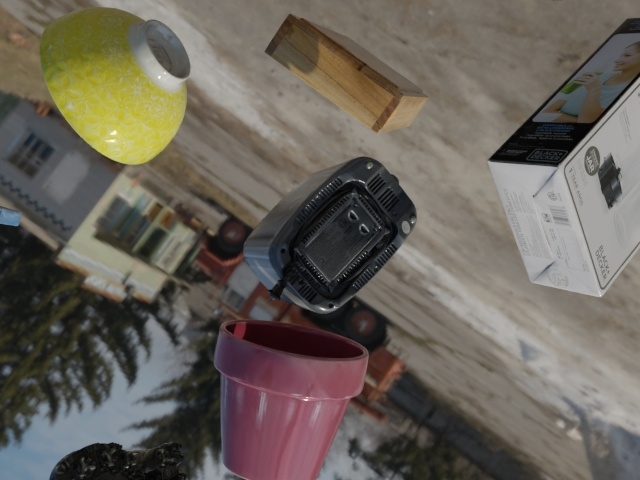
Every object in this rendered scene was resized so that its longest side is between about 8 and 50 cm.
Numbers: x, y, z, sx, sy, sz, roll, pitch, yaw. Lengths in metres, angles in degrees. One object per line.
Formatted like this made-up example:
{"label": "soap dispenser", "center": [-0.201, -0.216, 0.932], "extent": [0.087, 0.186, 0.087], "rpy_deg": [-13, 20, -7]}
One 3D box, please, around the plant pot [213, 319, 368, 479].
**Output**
{"label": "plant pot", "center": [-0.050, 0.212, 1.129], "extent": [0.201, 0.180, 0.201], "rpy_deg": [11, -175, -1]}

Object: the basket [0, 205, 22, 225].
{"label": "basket", "center": [-0.587, -0.068, 1.270], "extent": [0.255, 0.201, 0.289], "rpy_deg": [15, 174, -10]}

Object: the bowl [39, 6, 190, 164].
{"label": "bowl", "center": [-0.319, -0.293, 1.491], "extent": [0.289, 0.156, 0.289], "rpy_deg": [44, -148, -36]}

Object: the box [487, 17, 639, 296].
{"label": "box", "center": [0.315, -0.097, 0.925], "extent": [0.087, 0.290, 0.169], "rpy_deg": [12, 138, 49]}

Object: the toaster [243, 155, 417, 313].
{"label": "toaster", "center": [0.000, 0.000, 1.072], "extent": [0.129, 0.227, 0.146], "rpy_deg": [48, 162, -16]}

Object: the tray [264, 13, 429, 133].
{"label": "tray", "center": [0.061, -0.268, 1.410], "extent": [0.203, 0.076, 0.411], "rpy_deg": [37, -167, 4]}

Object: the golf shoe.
{"label": "golf shoe", "center": [-0.209, 0.236, 0.828], "extent": [0.094, 0.077, 0.198], "rpy_deg": [-14, 162, 18]}
